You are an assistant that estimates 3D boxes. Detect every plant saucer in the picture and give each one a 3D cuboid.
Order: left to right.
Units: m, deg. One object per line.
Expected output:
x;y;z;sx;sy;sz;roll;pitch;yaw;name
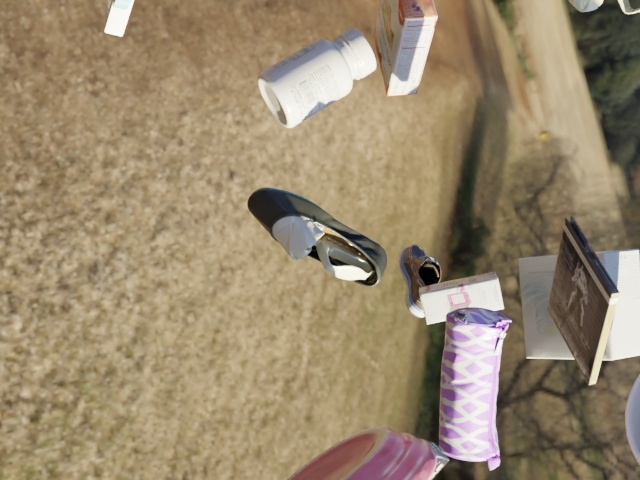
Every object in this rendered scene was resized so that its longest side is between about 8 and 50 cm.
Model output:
0.022;0.391;1.550;0.084;0.332;0.332;57;16;-2;plant saucer

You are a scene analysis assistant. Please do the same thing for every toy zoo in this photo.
-0.280;-0.436;1.480;0.293;0.030;0.192;-100;-152;-45;toy zoo

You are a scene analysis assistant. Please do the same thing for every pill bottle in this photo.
-0.005;-0.344;2.105;0.131;0.229;0.131;54;-12;17;pill bottle

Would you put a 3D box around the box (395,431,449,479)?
0.128;0.488;1.995;0.056;0.231;0.183;46;10;35;box

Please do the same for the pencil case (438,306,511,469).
0.202;0.186;1.314;0.086;0.088;0.206;-15;111;-50;pencil case

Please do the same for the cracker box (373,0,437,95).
0.156;-0.405;1.909;0.232;0.067;0.156;100;-18;-60;cracker box

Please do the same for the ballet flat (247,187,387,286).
0.000;0.000;1.739;0.280;0.095;0.096;25;38;-19;ballet flat

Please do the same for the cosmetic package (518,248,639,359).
0.557;0.138;2.154;0.138;0.224;0.225;-4;89;-40;cosmetic package

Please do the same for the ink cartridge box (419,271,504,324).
0.217;0.088;1.561;0.088;0.122;0.052;-33;112;-82;ink cartridge box

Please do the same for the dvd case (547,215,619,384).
0.407;0.095;1.573;0.221;0.018;0.165;86;-11;-46;dvd case

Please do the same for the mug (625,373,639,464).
0.684;0.323;1.762;0.328;0.276;0.374;44;15;-49;mug

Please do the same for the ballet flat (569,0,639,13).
0.410;-0.377;1.394;0.116;0.342;0.124;-24;117;-39;ballet flat

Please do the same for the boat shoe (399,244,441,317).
0.199;0.066;1.932;0.066;0.066;0.183;26;35;-25;boat shoe
